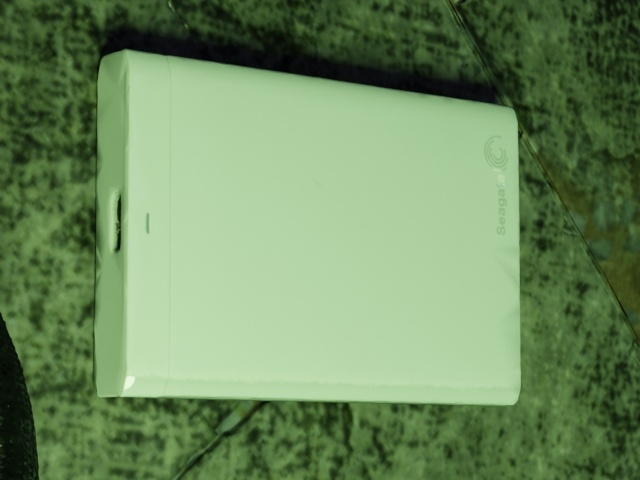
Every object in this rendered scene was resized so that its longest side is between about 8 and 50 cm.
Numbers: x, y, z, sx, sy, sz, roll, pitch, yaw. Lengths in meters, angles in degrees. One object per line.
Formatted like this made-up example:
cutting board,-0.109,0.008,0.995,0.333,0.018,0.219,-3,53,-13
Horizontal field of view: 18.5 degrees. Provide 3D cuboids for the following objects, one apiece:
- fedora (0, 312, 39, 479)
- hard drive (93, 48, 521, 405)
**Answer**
fedora,-0.281,0.087,0.892,0.334,0.152,0.334,43,28,-30
hard drive,0.000,0.000,1.232,0.307,0.040,0.203,5,82,-37
